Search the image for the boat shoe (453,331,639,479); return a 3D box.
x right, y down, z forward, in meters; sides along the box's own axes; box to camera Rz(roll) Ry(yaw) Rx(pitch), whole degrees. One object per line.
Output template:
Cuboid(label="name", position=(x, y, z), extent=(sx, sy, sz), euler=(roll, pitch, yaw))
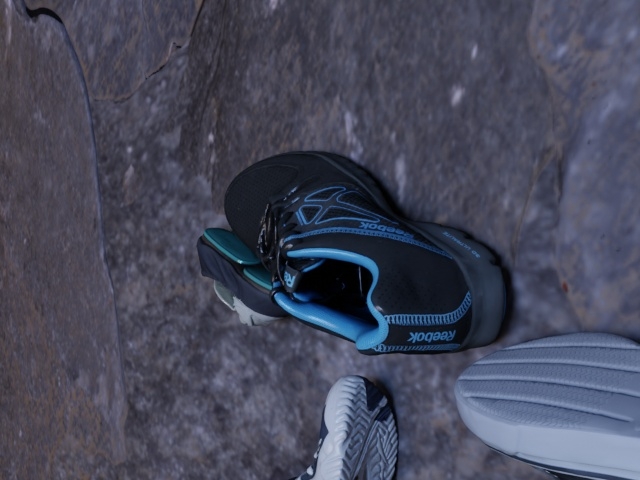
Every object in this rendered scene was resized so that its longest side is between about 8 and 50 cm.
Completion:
Cuboid(label="boat shoe", position=(0.214, 0.143, 0.548), extent=(0.335, 0.121, 0.119), euler=(4, 122, 61))

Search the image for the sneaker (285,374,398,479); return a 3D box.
Cuboid(label="sneaker", position=(-0.009, 0.237, 0.831), extent=(0.153, 0.094, 0.234), euler=(6, 108, 39))

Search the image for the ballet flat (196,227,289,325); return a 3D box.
Cuboid(label="ballet flat", position=(-0.072, 0.049, 0.905), extent=(0.203, 0.074, 0.074), euler=(31, 117, 49))

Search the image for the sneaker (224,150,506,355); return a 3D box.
Cuboid(label="sneaker", position=(0.000, 0.000, 0.765), extent=(0.341, 0.140, 0.124), euler=(26, 116, 46))
